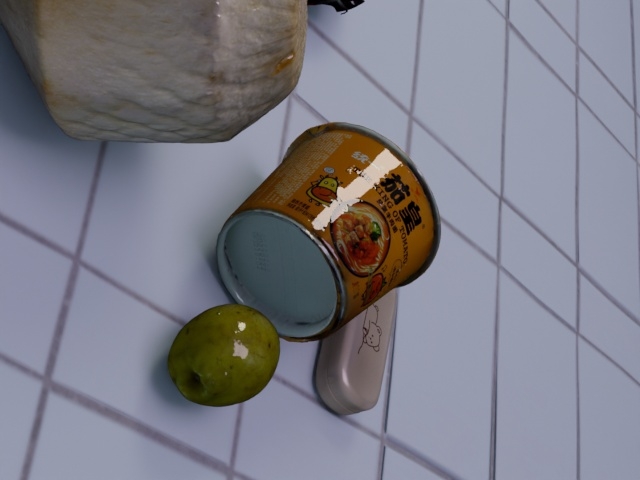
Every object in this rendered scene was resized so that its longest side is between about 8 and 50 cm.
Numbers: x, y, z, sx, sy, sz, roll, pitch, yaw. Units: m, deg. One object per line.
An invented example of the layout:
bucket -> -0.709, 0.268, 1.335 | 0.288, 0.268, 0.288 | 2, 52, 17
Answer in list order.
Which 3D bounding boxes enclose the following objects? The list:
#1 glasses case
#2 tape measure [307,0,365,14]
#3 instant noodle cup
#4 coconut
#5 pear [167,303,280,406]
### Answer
glasses case -> 0.045, 0.116, 1.418 | 0.083, 0.050, 0.196 | 40, 47, -34
tape measure -> -0.007, -0.419, 1.507 | 0.260, 0.114, 0.253 | 25, 67, -52
instant noodle cup -> 0.000, 0.000, 1.286 | 0.172, 0.216, 0.215 | -41, 109, -45
coconut -> -0.172, -0.240, 1.103 | 0.329, 0.329, 0.328 | 26, 56, -45
pear -> -0.095, 0.114, 1.183 | 0.131, 0.107, 0.107 | -30, 100, -50
